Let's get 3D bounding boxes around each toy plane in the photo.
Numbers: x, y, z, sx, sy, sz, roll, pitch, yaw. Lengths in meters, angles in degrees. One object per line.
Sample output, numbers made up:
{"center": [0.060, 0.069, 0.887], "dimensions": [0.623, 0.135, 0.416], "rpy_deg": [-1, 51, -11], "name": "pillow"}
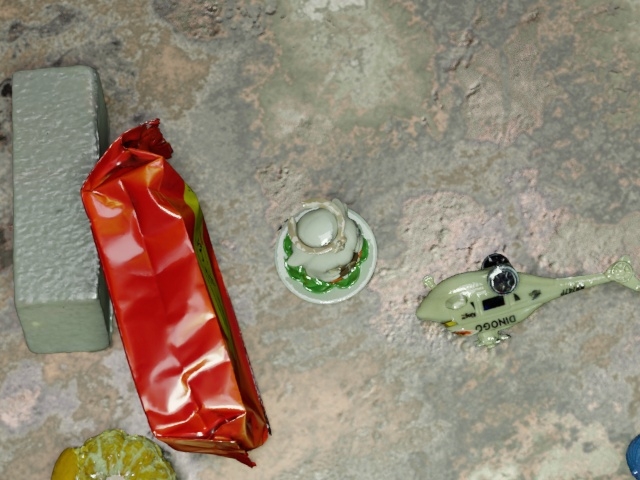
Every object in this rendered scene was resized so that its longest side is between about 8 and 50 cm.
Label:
{"center": [0.256, 0.064, 1.826], "dimensions": [0.286, 0.092, 0.108], "rpy_deg": [-14, 98, 1], "name": "toy plane"}

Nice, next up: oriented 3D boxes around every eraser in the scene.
{"center": [-0.320, -0.039, 1.890], "dimensions": [0.111, 0.077, 0.352], "rpy_deg": [-4, 77, 6], "name": "eraser"}

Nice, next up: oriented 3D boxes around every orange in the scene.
{"center": [-0.242, 0.297, 1.779], "dimensions": [0.157, 0.134, 0.156], "rpy_deg": [0, 91, -2], "name": "orange"}

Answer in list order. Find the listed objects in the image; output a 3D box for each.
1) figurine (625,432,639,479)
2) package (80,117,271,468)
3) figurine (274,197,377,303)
{"center": [0.425, 0.229, 1.780], "dimensions": [0.086, 0.087, 0.149], "rpy_deg": [25, 76, 47], "name": "figurine"}
{"center": [-0.174, 0.067, 1.795], "dimensions": [0.123, 0.196, 0.423], "rpy_deg": [-18, 75, 1], "name": "package"}
{"center": [0.000, 0.000, 1.818], "dimensions": [0.132, 0.153, 0.132], "rpy_deg": [-1, 77, 4], "name": "figurine"}
